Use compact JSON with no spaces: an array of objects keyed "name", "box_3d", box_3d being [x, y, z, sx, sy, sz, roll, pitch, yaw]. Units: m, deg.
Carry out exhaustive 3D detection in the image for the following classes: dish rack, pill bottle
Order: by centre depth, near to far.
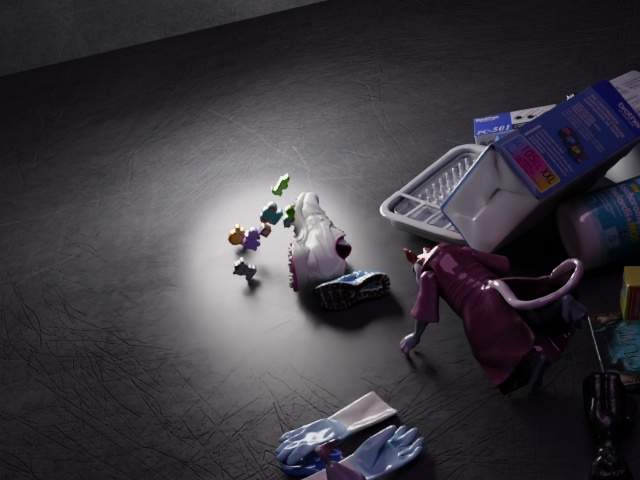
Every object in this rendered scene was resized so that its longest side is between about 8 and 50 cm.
[{"name":"pill bottle","box_3d":[0.609,-0.047,1.859,0.264,0.146,0.146,-19,33,-2]},{"name":"dish rack","box_3d":[0.331,-0.091,2.119,0.285,0.072,0.333,19,48,43]}]

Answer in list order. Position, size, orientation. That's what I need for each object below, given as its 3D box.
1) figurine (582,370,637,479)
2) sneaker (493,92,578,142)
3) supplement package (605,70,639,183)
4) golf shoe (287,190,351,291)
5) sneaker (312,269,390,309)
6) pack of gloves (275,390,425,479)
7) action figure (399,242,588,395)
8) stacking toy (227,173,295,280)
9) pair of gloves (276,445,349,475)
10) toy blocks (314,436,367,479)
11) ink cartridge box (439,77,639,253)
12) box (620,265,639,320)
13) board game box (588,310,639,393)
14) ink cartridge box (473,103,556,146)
[{"name":"figurine","box_3d":[0.512,0.308,1.453,0.214,0.092,0.209,-4,43,18]},{"name":"sneaker","box_3d":[0.562,-0.271,2.210,0.330,0.147,0.130,-14,33,6]},{"name":"supplement package","box_3d":[0.691,-0.228,2.044,0.149,0.194,0.203,-25,34,-13]},{"name":"golf shoe","box_3d":[0.000,0.000,2.118,0.140,0.115,0.306,-2,41,3]},{"name":"sneaker","box_3d":[0.064,0.099,1.987,0.162,0.063,0.073,-11,18,-2]},{"name":"pack of gloves","box_3d":[0.046,0.337,1.613,0.232,0.046,0.195,-23,32,-23]},{"name":"action figure","box_3d":[0.271,0.101,1.704,0.248,0.276,0.370,-37,51,-18]},{"name":"stacking toy","box_3d":[-0.134,-0.034,2.160,0.221,0.052,0.167,-52,26,21]},{"name":"pair of gloves","box_3d":[-0.028,0.405,1.596,0.159,0.023,0.198,8,40,34]},{"name":"toy blocks","box_3d":[-0.028,0.409,1.274,0.288,0.260,0.309,-32,21,10]},{"name":"ink cartridge box","box_3d":[0.465,-0.152,1.898,0.395,0.270,0.151,-28,75,-27]},{"name":"box","box_3d":[0.648,0.093,1.660,0.232,0.087,0.058,1,37,8]},{"name":"board game box","box_3d":[0.544,0.189,1.652,0.126,0.026,0.186,-10,34,10]},{"name":"ink cartridge box","box_3d":[0.485,-0.279,2.347,0.207,0.046,0.097,-9,33,13]}]
